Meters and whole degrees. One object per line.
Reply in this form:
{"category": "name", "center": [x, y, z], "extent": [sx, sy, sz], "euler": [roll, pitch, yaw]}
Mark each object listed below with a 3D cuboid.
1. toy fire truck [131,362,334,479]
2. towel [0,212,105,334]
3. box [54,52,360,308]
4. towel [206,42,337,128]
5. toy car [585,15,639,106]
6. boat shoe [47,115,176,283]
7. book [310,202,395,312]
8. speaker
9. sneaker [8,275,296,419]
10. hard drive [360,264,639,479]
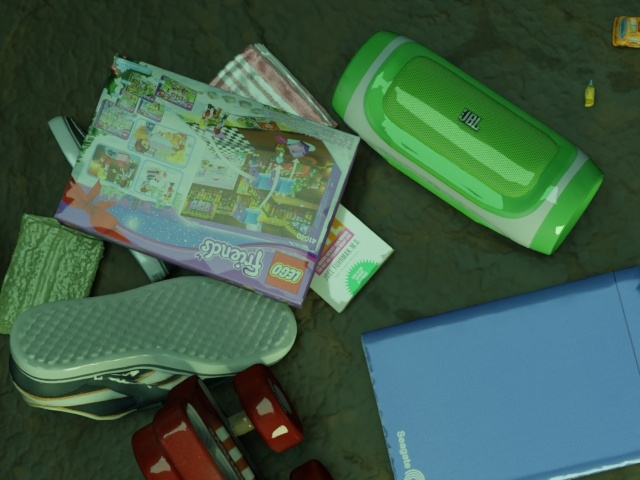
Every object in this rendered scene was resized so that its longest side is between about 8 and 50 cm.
{"category": "toy fire truck", "center": [-0.080, 0.284, 1.776], "extent": [0.169, 0.254, 0.302], "euler": [-29, 98, 5]}
{"category": "towel", "center": [-0.316, 0.047, 1.971], "extent": [0.110, 0.027, 0.148], "euler": [15, 85, 9]}
{"category": "box", "center": [-0.125, -0.066, 1.884], "extent": [0.293, 0.057, 0.201], "euler": [20, 82, 2]}
{"category": "towel", "center": [-0.096, -0.116, 1.957], "extent": [0.197, 0.029, 0.144], "euler": [-44, 79, 4]}
{"category": "toy car", "center": [0.342, -0.201, 1.890], "extent": [0.060, 0.040, 0.122], "euler": [22, 87, 11]}
{"category": "boat shoe", "center": [-0.227, -0.060, 1.947], "extent": [0.076, 0.080, 0.228], "euler": [-34, 78, -8]}
{"category": "book", "center": [0.000, 0.000, 1.927], "extent": [0.144, 0.035, 0.096], "euler": [41, 92, 8]}
{"category": "speaker", "center": [0.161, -0.110, 1.865], "extent": [0.296, 0.131, 0.131], "euler": [35, 90, 11]}
{"category": "sneaker", "center": [-0.192, 0.123, 1.903], "extent": [0.321, 0.127, 0.126], "euler": [-3, 56, -15]}
{"category": "hard drive", "center": [0.223, 0.168, 1.865], "extent": [0.318, 0.040, 0.210], "euler": [-14, 82, 7]}
